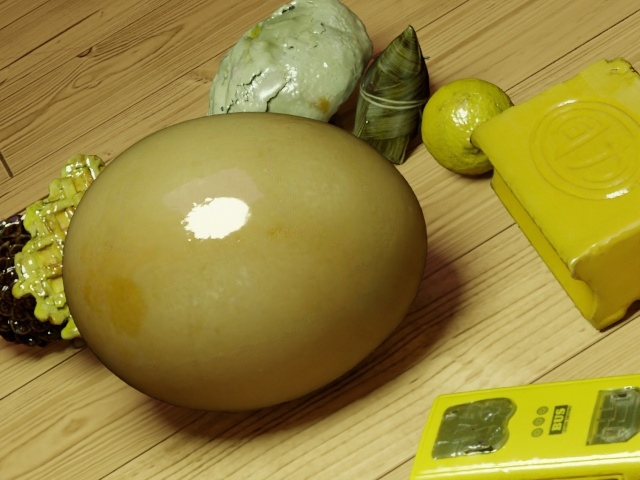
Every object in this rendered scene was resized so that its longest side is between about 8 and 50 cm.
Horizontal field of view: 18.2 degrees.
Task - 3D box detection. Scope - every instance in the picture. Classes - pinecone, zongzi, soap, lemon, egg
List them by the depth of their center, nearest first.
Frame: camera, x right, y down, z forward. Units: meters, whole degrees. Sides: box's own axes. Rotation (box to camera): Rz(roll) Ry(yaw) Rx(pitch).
[{"bbox_3d":[-0.077,0.021,2.006,0.373,0.301,0.301,-6,37,22],"label":"egg"},{"bbox_3d":[0.295,-0.061,2.028,0.204,0.096,0.324,-29,31,0],"label":"soap"},{"bbox_3d":[0.165,-0.127,2.214,0.109,0.109,0.133,-30,14,-3],"label":"lemon"},{"bbox_3d":[-0.330,0.040,2.325,0.163,0.163,0.165,-31,11,-4],"label":"pinecone"},{"bbox_3d":[0.096,-0.212,2.336,0.084,0.184,0.187,13,35,0],"label":"zongzi"}]

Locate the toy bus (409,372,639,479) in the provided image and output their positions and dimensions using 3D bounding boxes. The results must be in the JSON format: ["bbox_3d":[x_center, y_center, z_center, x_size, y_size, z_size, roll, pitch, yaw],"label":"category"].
[{"bbox_3d":[0.248,0.190,1.631,0.330,0.152,0.144,-8,37,27],"label":"toy bus"}]

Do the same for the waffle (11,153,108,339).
[{"bbox_3d":[-0.213,0.016,2.228,0.254,0.052,0.245,18,60,-3],"label":"waffle"}]

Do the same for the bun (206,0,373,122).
[{"bbox_3d":[-0.053,-0.194,2.420,0.239,0.141,0.239,-45,12,12],"label":"bun"}]

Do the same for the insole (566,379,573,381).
[{"bbox_3d":[0.217,0.195,1.794,0.063,0.010,0.192,-17,34,20],"label":"insole"}]
